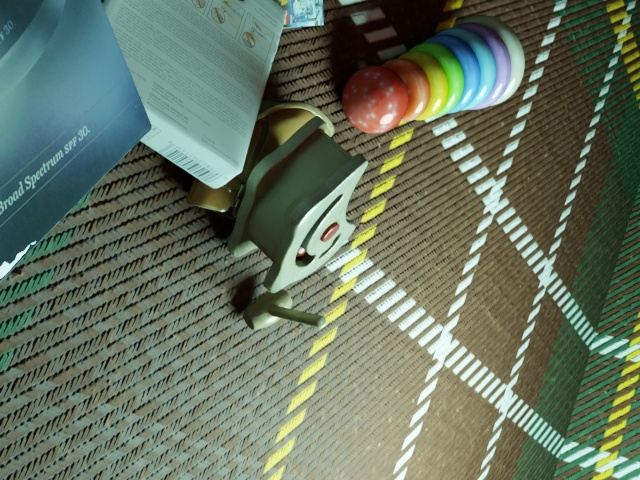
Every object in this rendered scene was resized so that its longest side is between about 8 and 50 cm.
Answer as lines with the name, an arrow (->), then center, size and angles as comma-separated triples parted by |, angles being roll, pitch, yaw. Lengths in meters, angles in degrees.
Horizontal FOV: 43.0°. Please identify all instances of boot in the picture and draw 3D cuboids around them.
boot -> -0.071, -0.094, 0.935 | 0.197, 0.073, 0.152 | 14, 89, -47

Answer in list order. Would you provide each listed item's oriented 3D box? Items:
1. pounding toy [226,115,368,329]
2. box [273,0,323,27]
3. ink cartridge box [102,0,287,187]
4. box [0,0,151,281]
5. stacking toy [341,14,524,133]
pounding toy -> 0.000, 0.000, 0.938 | 0.154, 0.155, 0.269 | -36, 162, -36
box -> -0.035, -0.320, 0.955 | 0.094, 0.027, 0.137 | -23, 116, -51
ink cartridge box -> -0.134, -0.191, 0.805 | 0.181, 0.056, 0.225 | 33, 52, -32
box -> -0.270, -0.107, 0.405 | 0.296, 0.182, 0.294 | -62, 143, -46
stacking toy -> 0.157, -0.228, 1.163 | 0.330, 0.141, 0.141 | -28, 121, -43
